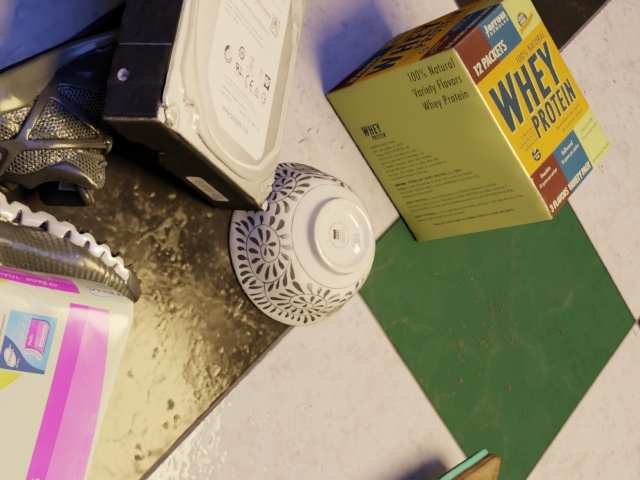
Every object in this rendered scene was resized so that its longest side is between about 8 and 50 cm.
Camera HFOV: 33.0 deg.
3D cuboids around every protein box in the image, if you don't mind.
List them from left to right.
[{"bbox_3d":[0.156,-0.128,1.145,0.136,0.200,0.201,-45,110,-33],"label":"protein box"}]

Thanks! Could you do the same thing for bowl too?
[{"bbox_3d":[0.000,0.000,1.083,0.170,0.080,0.170,5,81,-36],"label":"bowl"}]

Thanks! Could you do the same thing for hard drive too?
[{"bbox_3d":[-0.085,-0.221,0.989,0.237,0.064,0.338,44,52,-64],"label":"hard drive"}]

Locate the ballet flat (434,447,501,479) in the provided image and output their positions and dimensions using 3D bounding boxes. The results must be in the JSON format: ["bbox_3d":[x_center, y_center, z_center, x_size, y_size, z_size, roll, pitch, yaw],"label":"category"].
[{"bbox_3d":[0.076,0.327,1.061,0.342,0.116,0.124,-20,66,-37],"label":"ballet flat"}]

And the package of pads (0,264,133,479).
[{"bbox_3d":[-0.288,0.157,0.787,0.229,0.101,0.296,14,90,-35],"label":"package of pads"}]

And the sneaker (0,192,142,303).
[{"bbox_3d":[-0.260,0.017,0.888,0.234,0.078,0.106,32,71,-28],"label":"sneaker"}]

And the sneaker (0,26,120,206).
[{"bbox_3d":[-0.203,-0.111,0.943,0.227,0.087,0.130,-38,115,-38],"label":"sneaker"}]
